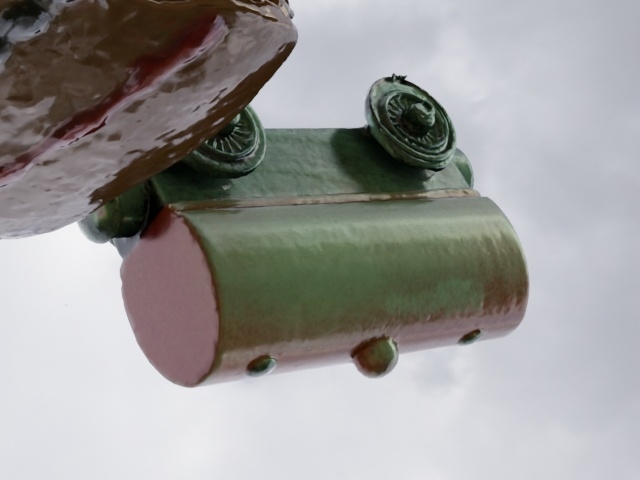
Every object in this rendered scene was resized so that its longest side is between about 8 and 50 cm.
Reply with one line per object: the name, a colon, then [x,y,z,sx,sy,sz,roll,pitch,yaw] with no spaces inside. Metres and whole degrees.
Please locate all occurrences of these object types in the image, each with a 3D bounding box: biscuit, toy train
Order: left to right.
biscuit: [-0.101,-0.096,0.531,0.262,0.277,0.052,-25,-120,14]
toy train: [0.000,0.000,0.823,0.285,0.116,0.177,-4,-122,-43]
